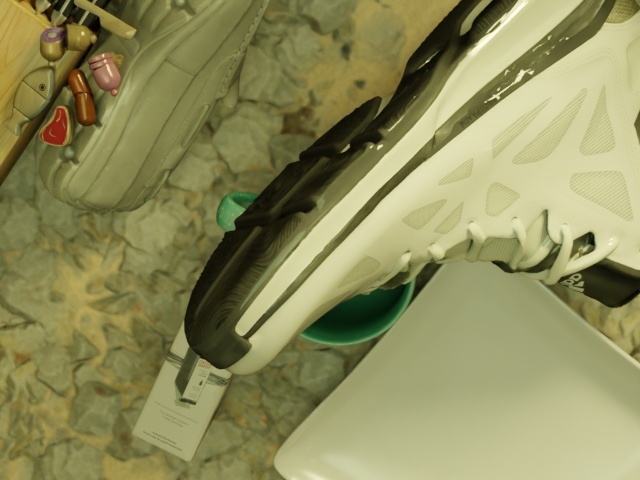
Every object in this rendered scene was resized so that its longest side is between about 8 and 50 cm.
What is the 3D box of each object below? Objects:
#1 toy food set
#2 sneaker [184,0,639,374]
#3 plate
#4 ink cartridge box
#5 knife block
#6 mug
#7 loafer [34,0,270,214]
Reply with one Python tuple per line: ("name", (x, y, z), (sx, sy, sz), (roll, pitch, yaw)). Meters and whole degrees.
("toy food set", (-0.194, -0.122, 1.405), (0.078, 0.019, 0.122), (31, 106, 9))
("sneaker", (0.124, -0.008, 1.343), (0.447, 0.169, 0.257), (-44, 103, -18))
("plate", (0.148, 0.171, 1.529), (0.278, 0.045, 0.277), (39, 106, -4))
("ink cartridge box", (-0.097, 0.101, 1.513), (0.056, 0.099, 0.135), (26, 106, 1))
("knife block", (-0.232, -0.146, 1.467), (0.242, 0.088, 0.275), (-8, 104, 11))
("mug", (0.010, -0.001, 1.471), (0.129, 0.097, 0.158), (-32, 99, 15))
("loafer", (-0.107, -0.153, 1.446), (0.111, 0.112, 0.319), (17, 121, -44))
